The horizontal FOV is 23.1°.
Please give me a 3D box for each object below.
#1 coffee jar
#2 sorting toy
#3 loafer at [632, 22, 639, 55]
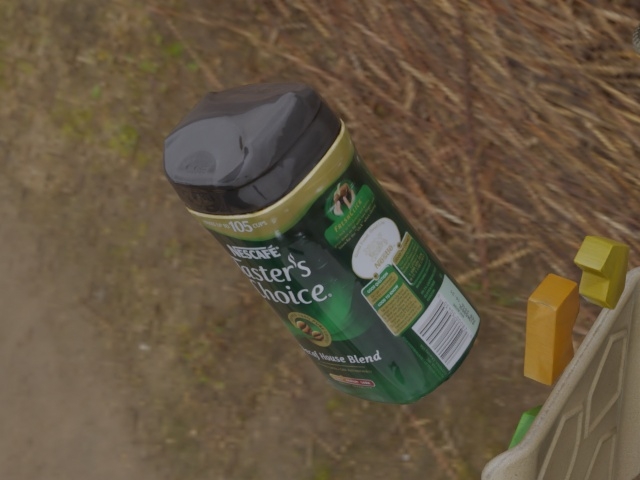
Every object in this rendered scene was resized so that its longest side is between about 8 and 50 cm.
[{"bbox_3d":[0.000,0.000,0.820,0.096,0.184,0.079,6,50,53],"label":"coffee jar"},{"bbox_3d":[0.163,0.115,1.039,0.041,0.229,0.307,20,133,27],"label":"sorting toy"},{"bbox_3d":[0.235,-0.137,0.957,0.050,0.148,0.056,47,129,-2],"label":"loafer"}]
